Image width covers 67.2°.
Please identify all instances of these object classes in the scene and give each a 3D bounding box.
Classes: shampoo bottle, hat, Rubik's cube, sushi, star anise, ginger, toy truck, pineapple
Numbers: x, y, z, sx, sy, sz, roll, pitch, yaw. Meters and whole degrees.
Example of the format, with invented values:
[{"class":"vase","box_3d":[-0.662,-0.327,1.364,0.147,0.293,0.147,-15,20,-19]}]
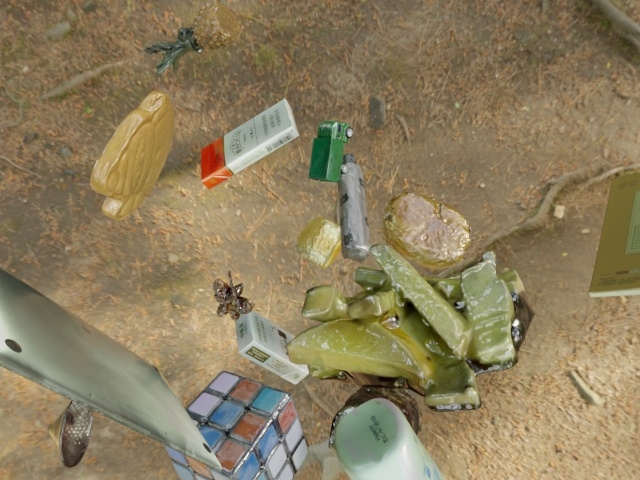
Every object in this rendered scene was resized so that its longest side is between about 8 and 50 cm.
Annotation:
[{"class":"shampoo bottle","box_3d":[0.173,0.493,0.958,0.151,0.222,0.349,-34,110,-3]},{"class":"hat","box_3d":[-0.690,0.508,1.296,0.082,0.193,0.193,0,80,-4]},{"class":"Rubik's cube","box_3d":[-0.295,0.734,1.720,0.359,0.363,0.362,6,36,34]},{"class":"sushi","box_3d":[0.217,0.692,1.777,0.299,0.294,0.281,34,105,18]},{"class":"star anise","box_3d":[-0.219,0.134,1.184,0.097,0.190,0.070,8,40,8]},{"class":"ginger","box_3d":[0.158,0.103,0.815,0.414,0.358,0.211,-27,104,-26]},{"class":"toy truck","box_3d":[0.025,-0.214,1.156,0.065,0.079,0.147,10,92,39]},{"class":"pineapple","box_3d":[-0.354,-0.541,1.318,0.277,0.119,0.130,-11,50,35]}]

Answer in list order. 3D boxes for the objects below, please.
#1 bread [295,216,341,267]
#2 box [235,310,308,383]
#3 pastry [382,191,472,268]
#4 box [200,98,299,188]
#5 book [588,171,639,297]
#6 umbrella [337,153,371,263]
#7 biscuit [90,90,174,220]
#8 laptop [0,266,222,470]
[{"class":"bread","box_3d":[0.000,0.000,1.703,0.121,0.245,0.174,36,87,-14]},{"class":"box","box_3d":[-0.150,0.327,1.490,0.067,0.155,0.243,-41,123,15]},{"class":"pastry","box_3d":[0.351,-0.030,1.644,0.311,0.162,0.255,26,61,0]},{"class":"box","box_3d":[-0.168,-0.223,1.107,0.245,0.035,0.139,-30,43,12]},{"class":"book","box_3d":[0.349,-0.016,0.494,0.012,0.118,0.172,43,59,-22]},{"class":"umbrella","box_3d":[0.079,-0.093,1.212,0.073,0.067,0.337,27,44,-31]},{"class":"biscuit","box_3d":[-0.467,-0.205,1.242,0.057,0.312,0.351,22,46,-2]},{"class":"laptop","box_3d":[-0.209,0.117,0.455,0.015,0.269,0.188,-47,43,-12]}]
